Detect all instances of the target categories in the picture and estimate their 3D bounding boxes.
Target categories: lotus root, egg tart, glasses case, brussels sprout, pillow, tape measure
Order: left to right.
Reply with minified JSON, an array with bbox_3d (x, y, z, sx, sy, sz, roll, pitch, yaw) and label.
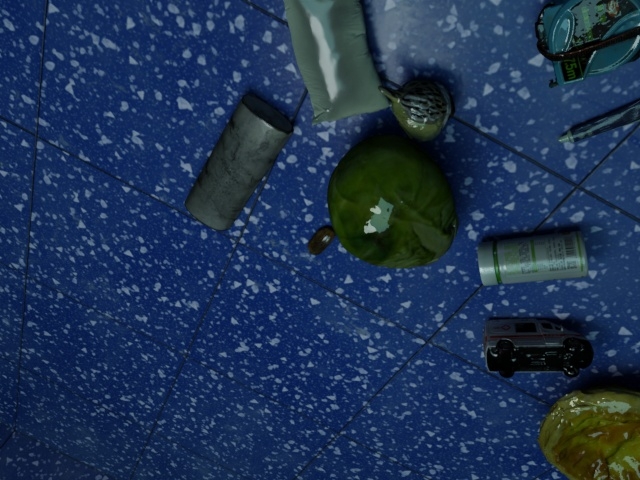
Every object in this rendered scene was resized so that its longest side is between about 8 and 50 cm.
[{"bbox_3d":[-0.168,-0.141,1.071,0.114,0.060,0.299,36,129,-7],"label":"glasses case"},{"bbox_3d":[0.000,0.001,1.145,0.037,0.030,0.083,37,128,-9],"label":"lotus root"},{"bbox_3d":[0.026,-0.314,0.864,0.144,0.078,0.254,-9,124,12],"label":"pillow"},{"bbox_3d":[0.132,-0.054,0.950,0.271,0.210,0.219,34,109,-29],"label":"brussels sprout"},{"bbox_3d":[0.379,-0.295,0.756,0.145,0.081,0.125,-12,125,26],"label":"tape measure"},{"bbox_3d":[0.643,0.421,1.188,0.340,0.132,0.342,9,129,11],"label":"egg tart"}]

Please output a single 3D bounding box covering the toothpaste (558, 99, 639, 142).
[{"bbox_3d":[0.450,-0.184,0.857,0.139,0.021,0.037,-20,117,28],"label":"toothpaste"}]

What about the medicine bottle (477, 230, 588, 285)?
[{"bbox_3d":[0.392,0.034,1.003,0.183,0.086,0.086,-7,124,23],"label":"medicine bottle"}]

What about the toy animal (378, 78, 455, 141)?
[{"bbox_3d":[0.159,-0.224,0.873,0.098,0.098,0.137,-23,135,31],"label":"toy animal"}]

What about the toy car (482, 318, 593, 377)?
[{"bbox_3d":[0.443,0.215,1.117,0.209,0.108,0.090,-5,123,16],"label":"toy car"}]
